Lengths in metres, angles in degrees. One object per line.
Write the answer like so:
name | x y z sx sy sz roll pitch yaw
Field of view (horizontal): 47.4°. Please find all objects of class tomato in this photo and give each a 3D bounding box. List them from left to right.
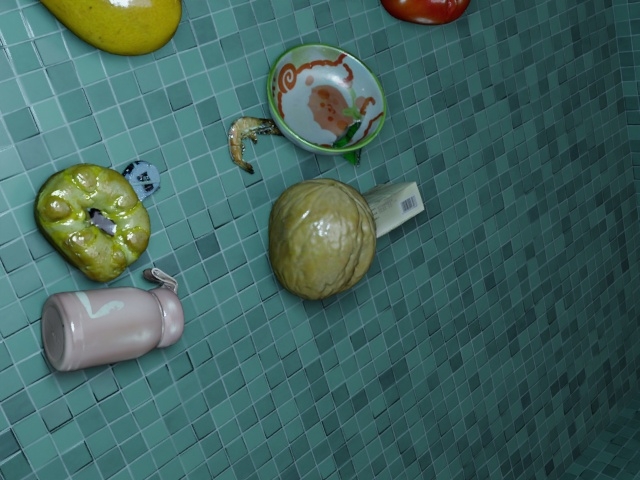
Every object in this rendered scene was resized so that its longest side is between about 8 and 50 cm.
tomato | 0.288 -0.748 2.073 0.298 0.226 0.299 -1 92 -34

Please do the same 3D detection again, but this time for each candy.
candy | 0.057 -0.307 2.046 0.203 0.078 0.141 24 80 -43

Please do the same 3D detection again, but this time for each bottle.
bottle | -0.454 0.171 1.636 0.296 0.173 0.207 -4 88 -38

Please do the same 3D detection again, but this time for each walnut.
walnut | 0.000 0.000 1.913 0.332 0.332 0.333 -7 101 -39

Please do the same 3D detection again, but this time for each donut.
donut | -0.495 -0.046 1.596 0.208 0.128 0.262 -43 121 -28

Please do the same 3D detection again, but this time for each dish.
dish | 0.002 -0.351 1.925 0.324 0.124 0.324 7 67 -16

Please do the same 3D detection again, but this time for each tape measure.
tape measure | -0.420 -0.139 1.692 0.094 0.054 0.091 -48 129 -21

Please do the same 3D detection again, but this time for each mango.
mango | -0.457 -0.540 1.500 0.378 0.221 0.264 22 86 -30

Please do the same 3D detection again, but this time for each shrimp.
shrimp | -0.156 -0.247 1.904 0.195 0.035 0.148 -3 97 -35

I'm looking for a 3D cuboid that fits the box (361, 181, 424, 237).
box | 0.163 -0.088 2.105 0.212 0.168 0.095 -30 110 -32
